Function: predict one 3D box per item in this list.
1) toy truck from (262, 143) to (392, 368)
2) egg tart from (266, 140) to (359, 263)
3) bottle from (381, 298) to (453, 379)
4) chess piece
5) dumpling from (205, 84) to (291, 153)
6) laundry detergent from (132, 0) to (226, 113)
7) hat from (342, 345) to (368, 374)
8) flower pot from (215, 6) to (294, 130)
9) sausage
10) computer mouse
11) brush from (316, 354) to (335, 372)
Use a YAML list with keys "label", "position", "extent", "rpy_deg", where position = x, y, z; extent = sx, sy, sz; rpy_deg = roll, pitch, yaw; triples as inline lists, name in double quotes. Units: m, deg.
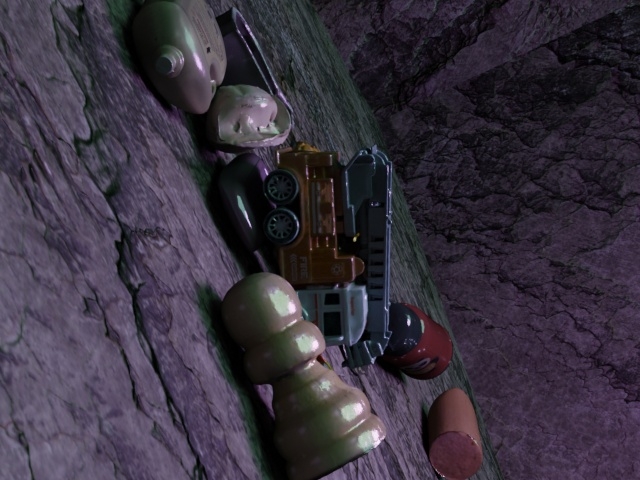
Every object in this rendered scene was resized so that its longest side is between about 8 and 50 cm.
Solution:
- label: "toy truck"
  position: [0.019, 0.029, 1.409]
  extent: [0.133, 0.184, 0.339]
  rpy_deg: [-42, 130, -78]
- label: "egg tart"
  position: [0.000, 0.000, 1.650]
  extent: [0.345, 0.132, 0.346]
  rpy_deg: [-23, 90, -79]
- label: "bottle"
  position: [0.187, 0.215, 2.089]
  extent: [0.336, 0.143, 0.144]
  rpy_deg: [38, 30, -63]
- label: "chess piece"
  position: [-0.034, 0.161, 1.185]
  extent: [0.261, 0.142, 0.143]
  rpy_deg: [63, 11, 2]
- label: "dumpling"
  position: [-0.114, -0.193, 1.491]
  extent: [0.199, 0.136, 0.118]
  rpy_deg: [-103, -165, -51]
- label: "laundry detergent"
  position: [-0.204, -0.277, 1.380]
  extent: [0.253, 0.091, 0.181]
  rpy_deg: [-87, 157, -67]
- label: "hat"
  position: [0.070, 0.191, 1.795]
  extent: [0.121, 0.050, 0.121]
  rpy_deg: [58, 13, -22]
- label: "flower pot"
  position: [-0.141, -0.274, 1.631]
  extent: [0.229, 0.108, 0.103]
  rpy_deg: [60, 12, -22]
- label: "sausage"
  position: [0.311, 0.447, 2.215]
  extent: [0.123, 0.123, 0.253]
  rpy_deg: [64, 12, -11]
- label: "computer mouse"
  position: [-0.112, -0.061, 1.448]
  extent: [0.232, 0.057, 0.120]
  rpy_deg: [-76, 143, -68]
- label: "brush"
  position: [0.001, 0.199, 1.533]
  extent: [0.021, 0.018, 0.083]
  rpy_deg: [-85, 153, -49]
